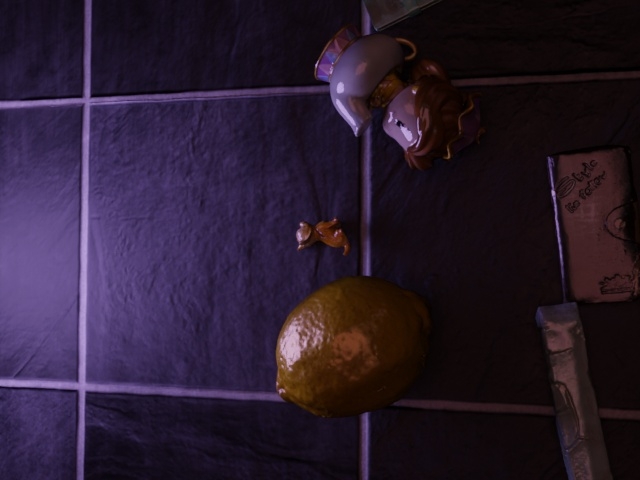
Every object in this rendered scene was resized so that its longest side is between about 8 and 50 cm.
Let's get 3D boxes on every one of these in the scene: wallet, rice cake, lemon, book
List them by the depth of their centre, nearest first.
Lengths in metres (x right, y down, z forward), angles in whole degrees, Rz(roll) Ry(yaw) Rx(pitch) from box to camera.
[{"bbox_3d":[0.374,0.257,1.138,0.066,0.063,0.337,-12,84,7],"label":"rice cake"},{"bbox_3d":[0.047,0.155,1.152,0.260,0.204,0.204,-31,81,9],"label":"lemon"},{"bbox_3d":[0.405,-0.023,1.154,0.121,0.031,0.232,-6,86,16],"label":"wallet"},{"bbox_3d":[0.131,-0.401,1.242,0.135,0.017,0.103,-23,82,12],"label":"book"}]

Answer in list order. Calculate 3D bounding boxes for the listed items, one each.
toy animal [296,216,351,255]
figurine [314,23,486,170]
[{"bbox_3d":[0.000,0.000,1.244,0.083,0.060,0.081,-25,81,4],"label":"toy animal"},{"bbox_3d":[0.124,-0.212,1.177,0.263,0.142,0.189,38,74,12],"label":"figurine"}]
